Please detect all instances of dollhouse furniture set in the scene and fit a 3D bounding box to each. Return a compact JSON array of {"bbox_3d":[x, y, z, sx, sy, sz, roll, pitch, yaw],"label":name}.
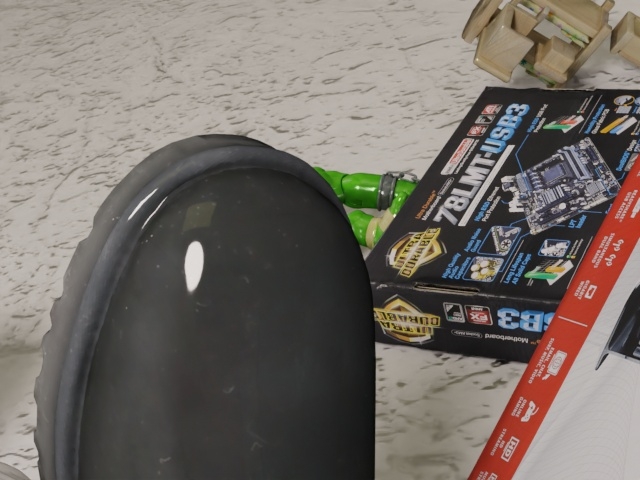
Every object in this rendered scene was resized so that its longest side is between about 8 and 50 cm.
[{"bbox_3d":[0.230,-0.161,1.095,0.182,0.101,0.161,29,43,-8],"label":"dollhouse furniture set"}]

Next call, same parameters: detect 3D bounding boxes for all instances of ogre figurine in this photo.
[{"bbox_3d":[0.000,0.000,0.961,0.118,0.097,0.197,20,68,24],"label":"ogre figurine"}]

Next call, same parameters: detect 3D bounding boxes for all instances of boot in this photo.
[{"bbox_3d":[0.058,0.201,0.356,0.146,0.367,0.445,-6,24,-34],"label":"boot"}]

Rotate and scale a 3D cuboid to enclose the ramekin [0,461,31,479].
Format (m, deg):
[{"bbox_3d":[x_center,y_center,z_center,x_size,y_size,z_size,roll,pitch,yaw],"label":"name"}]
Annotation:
[{"bbox_3d":[-0.178,0.225,0.601,0.109,0.207,0.207,11,41,24],"label":"ramekin"}]

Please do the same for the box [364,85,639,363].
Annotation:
[{"bbox_3d":[0.217,-0.020,0.899,0.293,0.073,0.295,4,38,31],"label":"box"}]

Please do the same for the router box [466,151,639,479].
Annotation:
[{"bbox_3d":[0.214,0.056,0.522,0.335,0.082,0.301,-61,16,-4],"label":"router box"}]
